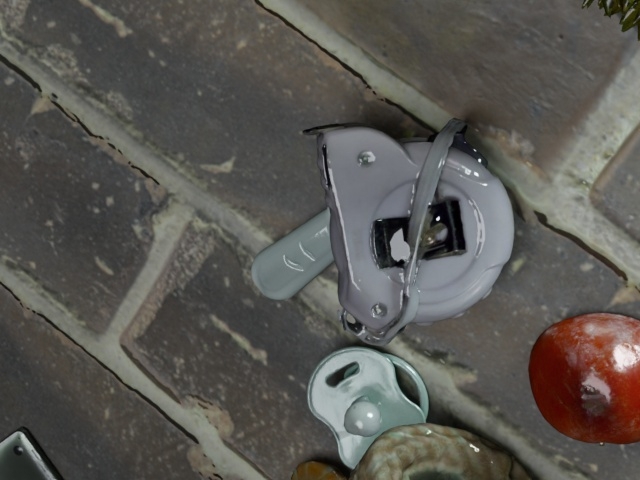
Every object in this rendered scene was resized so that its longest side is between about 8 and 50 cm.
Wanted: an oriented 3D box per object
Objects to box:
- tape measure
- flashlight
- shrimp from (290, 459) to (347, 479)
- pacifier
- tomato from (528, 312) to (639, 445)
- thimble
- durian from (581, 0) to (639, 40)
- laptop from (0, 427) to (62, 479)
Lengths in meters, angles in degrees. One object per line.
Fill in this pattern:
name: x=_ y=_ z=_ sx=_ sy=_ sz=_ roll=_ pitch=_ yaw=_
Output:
tape measure: x=0.098 y=-0.016 z=1.782 sx=0.197 sy=0.120 sz=0.236 roll=-10 pitch=98 yaw=-5
flashlight: x=0.000 y=0.000 z=1.893 sx=0.200 sy=0.047 sz=0.093 roll=-36 pitch=90 yaw=29
shrimp: x=0.010 y=0.328 z=1.997 sx=0.095 sy=0.045 sz=0.162 roll=-14 pitch=102 yaw=28
pacifier: x=0.056 y=0.186 z=1.893 sx=0.126 sy=0.116 sz=0.150 roll=-25 pitch=91 yaw=4
tomato: x=0.282 y=0.151 z=1.787 sx=0.159 sy=0.091 sz=0.139 roll=8 pitch=108 yaw=25
thimble: x=0.118 y=0.302 z=1.835 sx=0.196 sy=0.229 sz=0.148 roll=48 pitch=122 yaw=22
durian: x=0.324 y=-0.320 z=1.552 sx=0.291 sy=0.225 sz=0.291 roll=22 pitch=151 yaw=13
laptop: x=-0.361 y=0.387 z=2.204 sx=0.187 sy=0.015 sz=0.269 roll=-35 pitch=90 yaw=30
